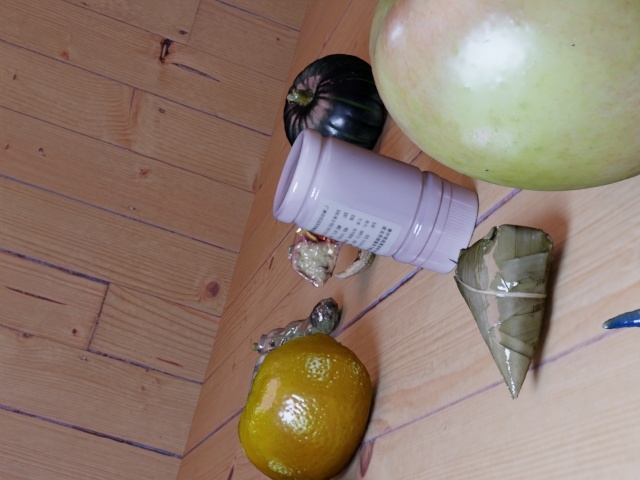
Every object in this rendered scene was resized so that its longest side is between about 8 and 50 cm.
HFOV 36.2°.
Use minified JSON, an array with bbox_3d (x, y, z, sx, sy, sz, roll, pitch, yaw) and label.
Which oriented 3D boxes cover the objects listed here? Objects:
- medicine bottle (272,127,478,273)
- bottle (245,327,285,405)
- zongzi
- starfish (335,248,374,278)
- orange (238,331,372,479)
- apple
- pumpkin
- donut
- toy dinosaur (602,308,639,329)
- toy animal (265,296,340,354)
[{"bbox_3d":[0.073,-0.051,1.310,0.133,0.250,0.133,-163,90,-79],"label":"medicine bottle"},{"bbox_3d":[-0.093,0.272,1.929,0.097,0.110,0.209,100,-179,-57],"label":"bottle"},{"bbox_3d":[0.182,0.085,1.048,0.189,0.081,0.178,129,147,-75],"label":"zongzi"},{"bbox_3d":[0.082,-0.034,1.723,0.238,0.071,0.215,-154,77,-89],"label":"starfish"},{"bbox_3d":[-0.026,0.266,1.446,0.158,0.179,0.237,-86,19,-60],"label":"orange"},{"bbox_3d":[0.209,-0.191,0.857,0.319,0.277,0.319,-57,11,18],"label":"apple"},{"bbox_3d":[0.022,-0.266,2.008,0.250,0.216,0.249,-21,62,46],"label":"pumpkin"},{"bbox_3d":[0.014,-0.046,1.695,0.199,0.085,0.232,-82,15,-60],"label":"donut"},{"bbox_3d":[0.270,0.093,0.625,0.248,0.075,0.188,146,134,-62],"label":"toy dinosaur"},{"bbox_3d":[-0.033,0.181,1.840,0.220,0.069,0.086,-32,51,38],"label":"toy animal"}]
